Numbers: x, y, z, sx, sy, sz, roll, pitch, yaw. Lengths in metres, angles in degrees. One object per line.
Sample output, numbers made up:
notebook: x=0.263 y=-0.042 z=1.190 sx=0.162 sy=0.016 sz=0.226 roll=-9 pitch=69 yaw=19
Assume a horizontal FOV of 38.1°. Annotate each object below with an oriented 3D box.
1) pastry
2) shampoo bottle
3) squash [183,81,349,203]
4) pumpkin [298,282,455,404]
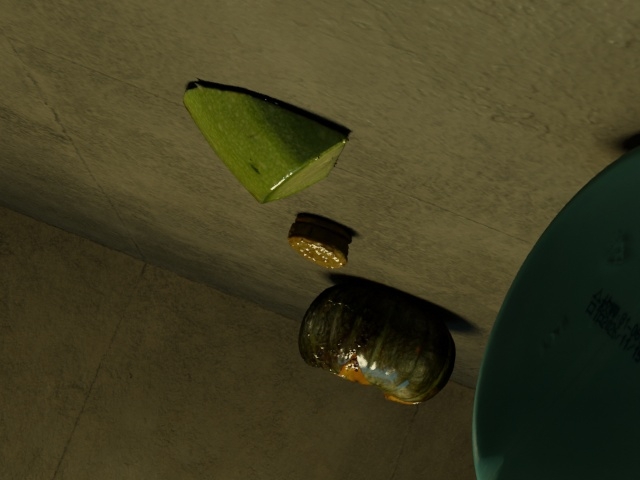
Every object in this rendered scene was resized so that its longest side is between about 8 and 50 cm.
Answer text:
pastry: x=0.000 y=0.000 z=1.416 sx=0.109 sy=0.057 sz=0.097 roll=7 pitch=158 yaw=45
shampoo bottle: x=0.334 y=0.129 z=0.662 sx=0.343 sy=0.331 sz=0.331 roll=26 pitch=169 yaw=-16
squash: x=-0.076 y=-0.091 z=1.010 sx=0.184 sy=0.085 sz=0.192 roll=20 pitch=168 yaw=-2
pumpkin: x=0.116 y=0.204 z=1.847 sx=0.320 sy=0.192 sz=0.320 roll=22 pitch=171 yaw=4
